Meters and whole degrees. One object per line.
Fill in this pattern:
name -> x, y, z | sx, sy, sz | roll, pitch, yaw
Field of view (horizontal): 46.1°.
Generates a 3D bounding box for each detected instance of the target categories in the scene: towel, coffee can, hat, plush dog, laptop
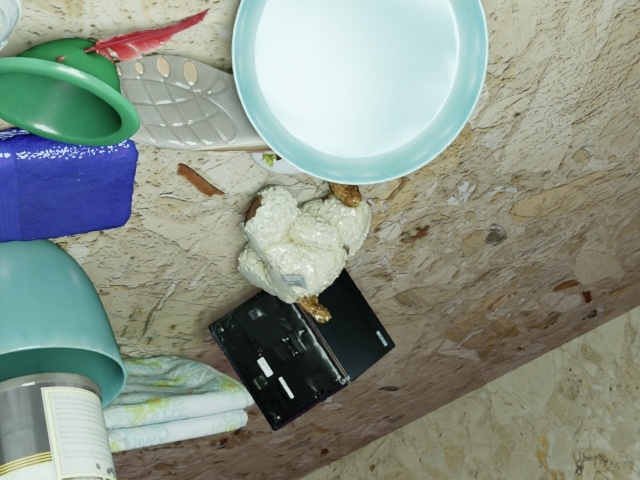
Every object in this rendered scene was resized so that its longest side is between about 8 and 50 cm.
towel -> -0.355, 0.294, 1.414 | 0.374, 0.090, 0.320 | -1, -173, -35
towel -> -0.407, -0.075, 1.003 | 0.308, 0.076, 0.227 | -8, 154, -24
coffee can -> -0.374, 0.347, 1.015 | 0.201, 0.275, 0.201 | -17, 149, -11
hat -> -0.269, -0.222, 0.848 | 0.173, 0.183, 0.208 | -6, 158, 32
plush dog -> 0.000, 0.000, 1.290 | 0.225, 0.210, 0.262 | -43, 165, -24
laptop -> -0.032, 0.184, 1.436 | 0.264, 0.234, 0.136 | -34, 175, 6

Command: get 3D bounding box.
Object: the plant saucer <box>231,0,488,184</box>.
plant saucer -> 0.049, -0.228, 0.925 | 0.318, 0.044, 0.317 | -2, 105, -9

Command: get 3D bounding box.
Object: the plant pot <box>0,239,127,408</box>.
plant pot -> -0.458, 0.132, 1.124 | 0.293, 0.235, 0.293 | -16, 149, -10

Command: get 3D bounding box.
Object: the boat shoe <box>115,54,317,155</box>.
boat shoe -> -0.140, -0.162, 0.988 | 0.324, 0.123, 0.116 | 4, 171, -18

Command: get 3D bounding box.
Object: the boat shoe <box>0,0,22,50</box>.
boat shoe -> -0.444, -0.167, 0.793 | 0.320, 0.103, 0.118 | -30, 149, 10

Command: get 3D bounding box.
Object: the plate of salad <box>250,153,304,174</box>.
plate of salad -> -0.010, -0.160, 1.145 | 0.200, 0.048, 0.200 | -17, 150, -10
